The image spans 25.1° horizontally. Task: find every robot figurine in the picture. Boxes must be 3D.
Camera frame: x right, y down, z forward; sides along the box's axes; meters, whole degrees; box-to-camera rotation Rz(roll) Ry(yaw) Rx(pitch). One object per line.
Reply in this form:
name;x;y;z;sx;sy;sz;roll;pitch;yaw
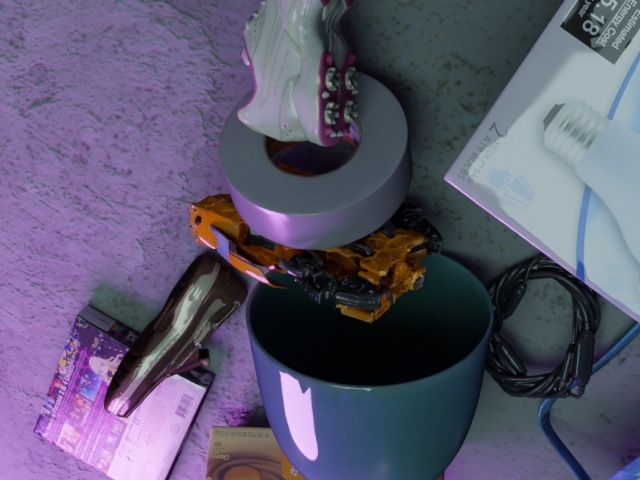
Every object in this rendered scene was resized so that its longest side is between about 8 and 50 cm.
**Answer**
robot figurine;0.000;0.000;1.720;0.291;0.211;0.085;26;133;25

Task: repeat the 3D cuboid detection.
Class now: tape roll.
tape roll;-0.004;-0.098;1.668;0.219;0.219;0.072;9;146;16

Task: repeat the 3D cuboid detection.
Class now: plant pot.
plant pot;0.060;0.177;1.755;0.293;0.293;0.235;9;124;16

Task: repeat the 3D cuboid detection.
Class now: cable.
cable;0.267;0.103;1.771;0.150;0.047;0.184;9;105;31

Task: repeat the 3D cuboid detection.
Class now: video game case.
video game case;-0.282;0.233;2.041;0.210;0.042;0.232;28;121;5

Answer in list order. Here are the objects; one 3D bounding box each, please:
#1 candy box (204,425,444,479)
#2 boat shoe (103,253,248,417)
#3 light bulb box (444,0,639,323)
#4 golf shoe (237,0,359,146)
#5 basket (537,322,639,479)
candy box;0.000;0.347;1.914;0.316;0.087;0.183;0;72;20
boat shoe;-0.188;0.145;1.911;0.095;0.095;0.257;32;108;-16
light bulb box;0.386;-0.109;1.457;0.361;0.225;0.358;36;111;10
golf shoe;-0.031;-0.259;1.617;0.140;0.115;0.306;1;86;28
basket;0.417;0.251;1.719;0.255;0.201;0.289;-49;57;33
